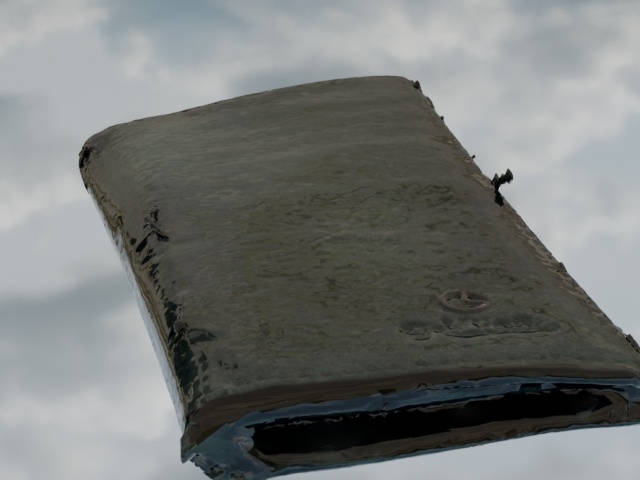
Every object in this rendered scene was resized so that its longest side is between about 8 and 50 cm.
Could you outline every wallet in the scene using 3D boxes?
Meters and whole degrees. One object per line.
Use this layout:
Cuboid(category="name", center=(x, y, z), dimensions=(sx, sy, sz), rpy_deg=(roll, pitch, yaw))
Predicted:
Cuboid(category="wallet", center=(0.000, 0.000, 0.895), dimensions=(0.191, 0.046, 0.379), rpy_deg=(-8, -159, -11))
